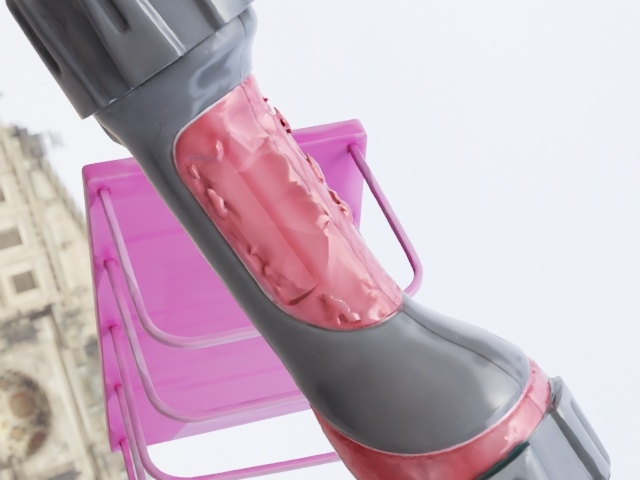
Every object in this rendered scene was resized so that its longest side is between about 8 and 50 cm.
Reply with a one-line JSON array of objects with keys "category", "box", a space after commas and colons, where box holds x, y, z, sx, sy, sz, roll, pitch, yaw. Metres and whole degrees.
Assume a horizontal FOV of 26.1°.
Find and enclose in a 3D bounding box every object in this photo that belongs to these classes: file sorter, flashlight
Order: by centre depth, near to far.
[{"category": "flashlight", "box": [0.000, 0.000, 0.564, 0.304, 0.103, 0.103, 56, -5, -13]}, {"category": "file sorter", "box": [-0.046, 0.095, 0.996, 0.182, 0.202, 0.291, -115, -159, -44]}]
